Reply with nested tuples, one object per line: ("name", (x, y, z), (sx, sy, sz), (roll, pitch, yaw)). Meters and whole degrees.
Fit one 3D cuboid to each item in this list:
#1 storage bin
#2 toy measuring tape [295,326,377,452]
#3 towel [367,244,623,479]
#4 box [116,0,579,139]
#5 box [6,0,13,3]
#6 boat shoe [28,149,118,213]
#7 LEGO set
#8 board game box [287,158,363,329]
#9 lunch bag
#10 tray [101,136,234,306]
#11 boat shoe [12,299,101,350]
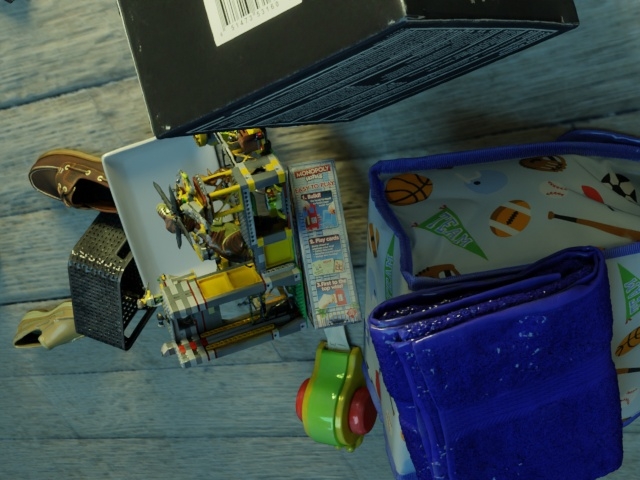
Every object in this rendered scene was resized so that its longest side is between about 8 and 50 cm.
("storage bin", (-0.293, 0.056, 1.701), (0.084, 0.122, 0.180), (19, 138, 11))
("toy measuring tape", (0.011, 0.195, 1.678), (0.121, 0.121, 0.330), (7, 134, 24))
("towel", (0.186, 0.158, 1.158), (0.228, 0.076, 0.308), (-16, 131, 2))
("box", (0.023, -0.225, 1.076), (0.296, 0.294, 0.182), (-18, 85, 38))
("box", (-0.435, -0.368, 1.423), (0.162, 0.029, 0.116), (27, 139, 5))
("boat shoe", (-0.323, -0.077, 1.623), (0.207, 0.073, 0.073), (4, 134, 28))
("LEGO set", (-0.148, -0.010, 1.425), (0.192, 0.255, 0.331), (-17, 140, -13))
("board game box", (0.000, 0.000, 1.441), (0.060, 0.194, 0.194), (-8, 93, -4))
("lunch bag", (0.248, 0.063, 1.304), (0.385, 0.239, 0.328), (-8, 134, -7))
("tray", (-0.193, -0.037, 1.576), (0.145, 0.030, 0.270), (-20, 132, -10))
("boat shoe", (-0.424, 0.148, 1.906), (0.190, 0.072, 0.068), (-16, 122, 39))
